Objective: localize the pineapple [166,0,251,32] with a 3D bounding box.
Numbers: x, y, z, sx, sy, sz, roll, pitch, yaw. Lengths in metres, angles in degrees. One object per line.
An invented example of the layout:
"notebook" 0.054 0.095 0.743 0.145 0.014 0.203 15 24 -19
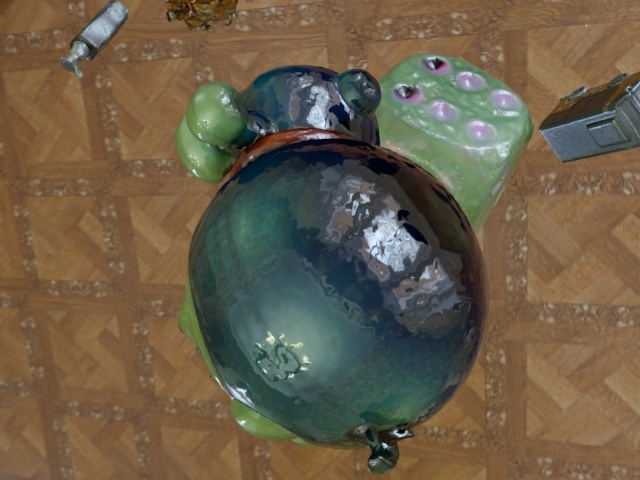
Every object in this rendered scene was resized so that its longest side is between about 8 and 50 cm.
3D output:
"pineapple" -0.074 -0.220 0.541 0.114 0.114 0.077 -22 85 8

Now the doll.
"doll" 0.001 0.000 0.471 0.186 0.198 0.322 -38 53 30

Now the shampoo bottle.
"shampoo bottle" -0.467 -0.417 1.424 0.063 0.208 0.057 36 141 -16

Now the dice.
"dice" 0.242 -0.180 1.478 0.322 0.318 0.330 32 146 13

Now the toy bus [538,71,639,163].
"toy bus" 0.677 -0.291 1.648 0.138 0.167 0.275 50 159 -14
